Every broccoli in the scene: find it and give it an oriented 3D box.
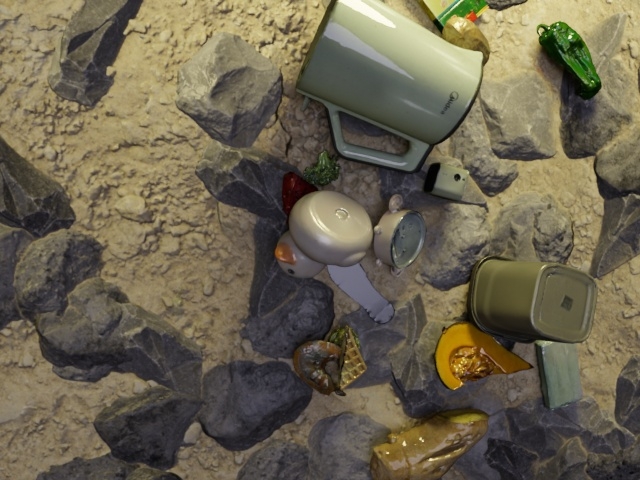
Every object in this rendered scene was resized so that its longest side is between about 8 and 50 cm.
[{"bbox_3d":[0.003,-0.179,1.215,0.097,0.095,0.092,-9,110,0],"label":"broccoli"}]

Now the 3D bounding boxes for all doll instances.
[{"bbox_3d":[0.000,0.000,1.196,0.251,0.221,0.221,-19,100,-39],"label":"doll"}]

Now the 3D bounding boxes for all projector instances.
[{"bbox_3d":[0.323,-0.152,1.267,0.082,0.083,0.083,14,94,-10],"label":"projector"}]

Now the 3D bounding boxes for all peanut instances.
[{"bbox_3d":[0.361,-0.486,1.205,0.083,0.194,0.093,-11,72,34],"label":"peanut"}]

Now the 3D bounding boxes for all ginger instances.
[{"bbox_3d":[0.299,0.553,1.313,0.354,0.126,0.189,-32,94,-3],"label":"ginger"}]

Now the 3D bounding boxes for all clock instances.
[{"bbox_3d":[0.202,-0.005,1.233,0.156,0.063,0.229,-27,121,-41],"label":"clock"}]

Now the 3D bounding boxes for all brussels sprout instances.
[{"bbox_3d":[0.060,0.260,1.284,0.085,0.058,0.085,-3,113,-8],"label":"brussels sprout"}]

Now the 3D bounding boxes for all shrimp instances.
[{"bbox_3d":[0.012,0.335,1.270,0.132,0.051,0.187,-33,111,16],"label":"shrimp"}]

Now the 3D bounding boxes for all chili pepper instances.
[{"bbox_3d":[0.660,-0.481,1.290,0.257,0.074,0.100,43,88,-11],"label":"chili pepper"}]

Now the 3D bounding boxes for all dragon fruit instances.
[{"bbox_3d":[-0.065,-0.099,1.223,0.097,0.063,0.131,23,92,-10],"label":"dragon fruit"}]

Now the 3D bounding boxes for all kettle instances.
[{"bbox_3d":[0.138,-0.351,1.161,0.377,0.250,0.361,22,113,-13],"label":"kettle"}]

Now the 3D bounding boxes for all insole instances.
[{"bbox_3d":[0.104,0.124,1.302,0.086,0.005,0.253,-41,99,-2],"label":"insole"}]

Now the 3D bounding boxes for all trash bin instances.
[{"bbox_3d":[0.528,0.149,1.226,0.220,0.250,0.219,14,82,-11],"label":"trash bin"}]

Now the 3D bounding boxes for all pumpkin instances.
[{"bbox_3d":[0.412,0.297,1.329,0.279,0.111,0.163,-8,78,-16],"label":"pumpkin"}]

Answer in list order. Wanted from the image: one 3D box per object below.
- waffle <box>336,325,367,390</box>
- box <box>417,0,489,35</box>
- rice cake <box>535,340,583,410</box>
[{"bbox_3d":[0.059,0.298,1.239,0.098,0.023,0.152,-31,116,-19],"label":"waffle"},{"bbox_3d":[0.306,-0.639,1.240,0.132,0.034,0.235,-42,100,-3],"label":"box"},{"bbox_3d":[0.684,0.375,1.398,0.124,0.038,0.211,-17,98,-7],"label":"rice cake"}]
